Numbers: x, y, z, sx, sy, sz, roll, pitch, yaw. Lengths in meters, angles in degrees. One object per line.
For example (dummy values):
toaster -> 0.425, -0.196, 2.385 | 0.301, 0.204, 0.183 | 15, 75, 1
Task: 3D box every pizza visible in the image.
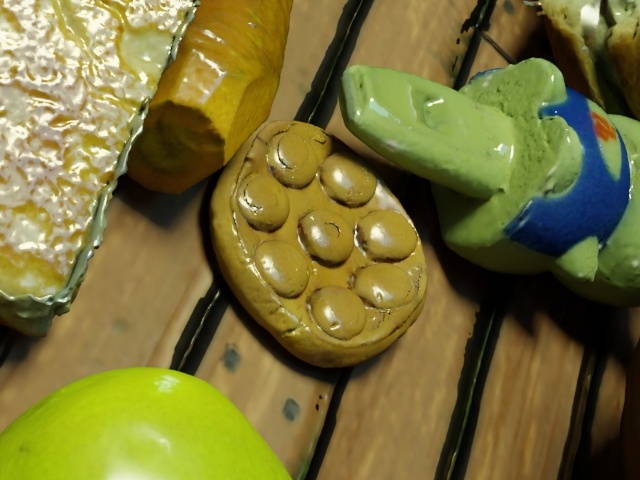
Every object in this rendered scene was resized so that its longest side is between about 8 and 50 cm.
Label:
pizza -> -0.106, -0.082, 0.508 | 0.184, 0.036, 0.176 | 48, 64, -9

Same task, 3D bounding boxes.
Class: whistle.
whistle -> 0.100, -0.030, 0.689 | 0.227, 0.085, 0.105 | 22, 46, -35

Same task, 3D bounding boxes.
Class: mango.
mango -> -0.050, 0.118, 0.438 | 0.117, 0.089, 0.163 | 7, 71, -52

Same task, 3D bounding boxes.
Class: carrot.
carrot -> -0.036, -0.144, 0.652 | 0.066, 0.066, 0.314 | 34, 40, -25

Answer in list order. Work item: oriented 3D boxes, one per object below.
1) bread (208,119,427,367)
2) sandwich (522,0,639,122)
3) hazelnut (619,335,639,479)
bread -> 0.000, 0.000, 0.612 | 0.110, 0.024, 0.110 | 26, 46, -31
sandwich -> 0.180, -0.200, 0.830 | 0.288, 0.100, 0.254 | 64, 36, -17
hazelnut -> 0.302, 0.093, 0.613 | 0.366, 0.366, 0.365 | 26, 48, -32
